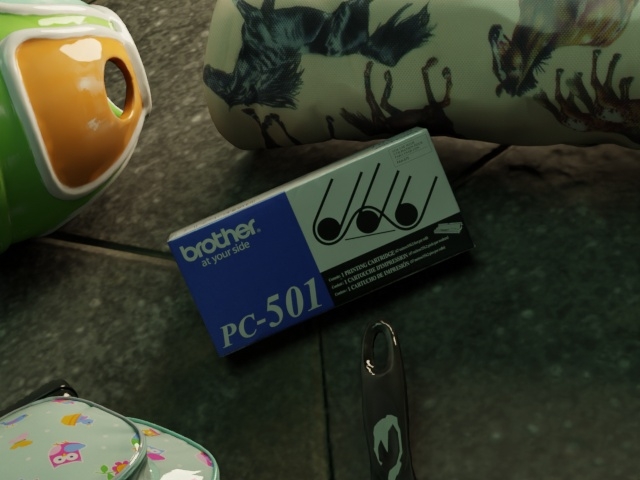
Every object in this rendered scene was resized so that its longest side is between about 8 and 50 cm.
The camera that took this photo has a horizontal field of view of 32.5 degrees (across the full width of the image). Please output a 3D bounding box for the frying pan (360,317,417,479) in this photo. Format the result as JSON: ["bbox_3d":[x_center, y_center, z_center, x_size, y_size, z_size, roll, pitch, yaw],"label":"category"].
[{"bbox_3d":[0.025,0.201,0.649,0.197,0.053,0.326,-28,41,-5],"label":"frying pan"}]

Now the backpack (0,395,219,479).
[{"bbox_3d":[-0.150,0.178,0.661,0.166,0.144,0.188,11,23,41],"label":"backpack"}]

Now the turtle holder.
[{"bbox_3d":[-0.294,-0.113,0.992,0.227,0.243,0.320,-28,1,-27],"label":"turtle holder"}]

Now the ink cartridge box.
[{"bbox_3d":[0.000,0.000,0.820,0.207,0.097,0.046,-24,9,-1],"label":"ink cartridge box"}]

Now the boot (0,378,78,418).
[{"bbox_3d":[-0.203,0.160,0.789,0.121,0.045,0.099,-36,45,-19],"label":"boot"}]

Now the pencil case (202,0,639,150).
[{"bbox_3d":[0.100,-0.152,0.888,0.411,0.159,0.183,3,4,26],"label":"pencil case"}]
